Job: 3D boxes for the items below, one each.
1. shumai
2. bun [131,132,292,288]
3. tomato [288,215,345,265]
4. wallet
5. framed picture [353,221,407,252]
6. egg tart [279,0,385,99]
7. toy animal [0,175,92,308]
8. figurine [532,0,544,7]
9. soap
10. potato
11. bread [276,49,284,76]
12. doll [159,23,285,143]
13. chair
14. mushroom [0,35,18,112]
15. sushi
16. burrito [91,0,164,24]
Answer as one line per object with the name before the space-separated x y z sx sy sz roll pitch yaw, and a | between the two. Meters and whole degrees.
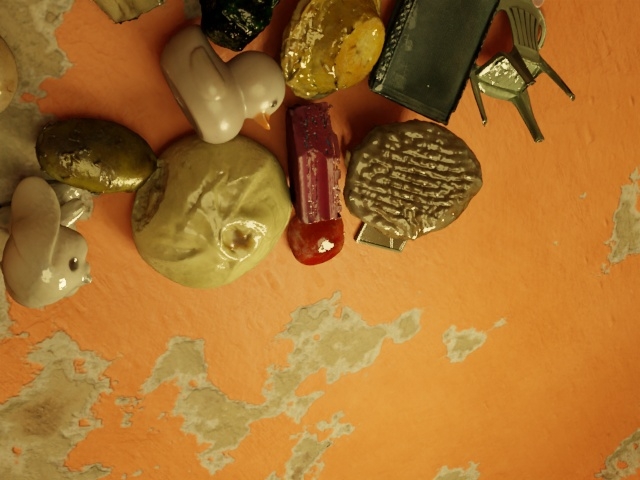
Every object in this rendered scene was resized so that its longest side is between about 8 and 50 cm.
shumai | 0.192 -0.140 1.973 0.313 0.262 0.267 -3 96 -6
bun | -0.219 -0.046 1.860 0.364 0.202 0.364 -14 127 -20
tomato | 0.000 0.000 2.066 0.139 0.091 0.159 -9 125 -20
wallet | 0.250 -0.447 1.891 0.237 0.075 0.342 18 96 -30
framed picture | 0.186 -0.069 2.163 0.150 0.015 0.203 13 112 -32
egg tart | 0.043 -0.402 1.768 0.294 0.116 0.295 -36 145 -31
toy animal | -0.547 -0.003 1.697 0.174 0.289 0.249 2 98 -25
figurine | 0.458 -0.656 1.836 0.315 0.206 0.284 -43 135 -4
soap | -0.016 -0.180 1.891 0.099 0.162 0.250 -6 114 -9
potato | -0.436 -0.167 1.717 0.251 0.113 0.150 9 71 -26
bread | -0.055 -0.391 1.814 0.066 0.060 0.110 8 113 -43
doll | -0.184 -0.313 1.695 0.221 0.221 0.251 -34 95 -3
chair | 0.451 -0.398 1.981 0.203 0.275 0.190 9 139 -32
mushroom | -0.638 -0.307 1.517 0.226 0.178 0.227 6 125 8
sushi | -0.148 -0.473 1.611 0.124 0.127 0.225 18 67 -34
burrito | -0.399 -0.535 1.500 0.332 0.190 0.135 40 62 -41
